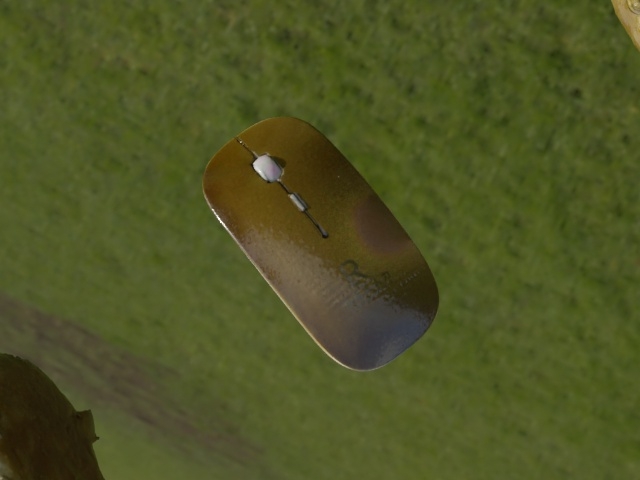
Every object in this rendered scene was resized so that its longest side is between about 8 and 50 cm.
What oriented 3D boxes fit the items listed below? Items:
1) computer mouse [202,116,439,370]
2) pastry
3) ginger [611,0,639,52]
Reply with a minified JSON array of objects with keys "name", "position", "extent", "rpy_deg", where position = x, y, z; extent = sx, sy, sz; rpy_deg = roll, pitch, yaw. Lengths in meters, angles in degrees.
[{"name":"computer mouse","position":[0.000,0.000,1.299],"extent":[0.245,0.126,0.056],"rpy_deg":[52,169,7]},{"name":"pastry","position":[-0.306,0.207,1.448],"extent":[0.229,0.100,0.218],"rpy_deg":[56,-164,-19]},{"name":"ginger","position":[0.274,-0.189,1.176],"extent":[0.205,0.115,0.081],"rpy_deg":[51,159,-7]}]
